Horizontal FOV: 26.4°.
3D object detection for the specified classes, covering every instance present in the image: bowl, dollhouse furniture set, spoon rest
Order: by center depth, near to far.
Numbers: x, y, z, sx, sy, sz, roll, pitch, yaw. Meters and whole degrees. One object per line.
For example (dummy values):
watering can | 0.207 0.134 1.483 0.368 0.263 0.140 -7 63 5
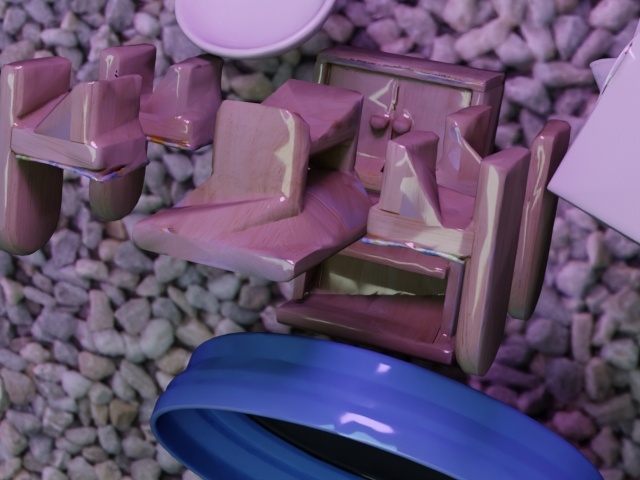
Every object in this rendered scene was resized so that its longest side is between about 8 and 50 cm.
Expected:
dollhouse furniture set | 0.000 0.000 1.068 0.362 0.394 0.257 13 107 20
spoon rest | -0.031 -0.255 1.100 0.137 0.276 0.084 5 146 21
bowl | 0.054 0.190 1.132 0.391 0.391 0.077 14 67 19

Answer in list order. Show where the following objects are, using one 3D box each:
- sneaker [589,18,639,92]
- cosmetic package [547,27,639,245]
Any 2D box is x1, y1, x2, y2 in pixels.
sneaker | 0.304 -0.177 1.083 0.212 0.080 0.094 -41 73 26
cosmetic package | 0.362 -0.018 0.896 0.365 0.155 0.197 36 99 28
